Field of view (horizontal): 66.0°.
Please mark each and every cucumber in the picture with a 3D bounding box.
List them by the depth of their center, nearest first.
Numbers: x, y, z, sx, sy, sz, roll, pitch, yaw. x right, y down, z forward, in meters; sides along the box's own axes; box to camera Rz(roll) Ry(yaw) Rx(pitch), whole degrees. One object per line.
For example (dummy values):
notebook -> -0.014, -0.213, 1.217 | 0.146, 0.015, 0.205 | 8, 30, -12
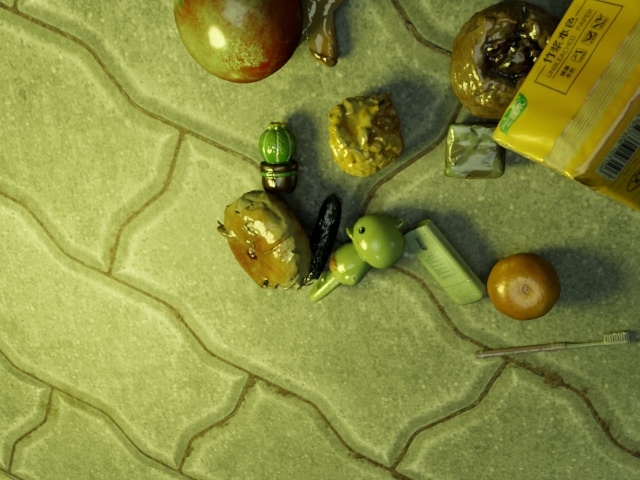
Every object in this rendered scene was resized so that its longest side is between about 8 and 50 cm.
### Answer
cucumber -> 0.003, 0.002, 1.211 | 0.067, 0.067, 0.246 | 24, 112, 3

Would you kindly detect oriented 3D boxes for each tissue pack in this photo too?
tissue pack -> 0.533, -0.276, 0.849 | 0.293, 0.228, 0.382 | 11, 117, -37

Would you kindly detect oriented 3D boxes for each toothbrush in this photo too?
toothbrush -> 0.558, 0.255, 1.201 | 0.353, 0.024, 0.029 | -10, 102, 16

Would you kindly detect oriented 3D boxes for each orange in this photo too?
orange -> 0.459, 0.105, 1.118 | 0.154, 0.134, 0.155 | -1, 86, 17

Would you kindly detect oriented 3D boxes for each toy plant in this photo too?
toy plant -> -0.098, -0.193, 1.146 | 0.092, 0.093, 0.163 | 3, 107, 11

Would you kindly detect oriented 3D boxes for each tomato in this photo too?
tomato -> -0.170, -0.451, 0.969 | 0.270, 0.222, 0.271 | 4, 95, 54

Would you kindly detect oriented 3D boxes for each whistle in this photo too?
whistle -> 0.075, 0.034, 1.161 | 0.293, 0.141, 0.141 | -30, 101, 14

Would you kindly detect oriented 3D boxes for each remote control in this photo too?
remote control -> 0.290, 0.054, 1.160 | 0.233, 0.038, 0.098 | 48, 145, -8

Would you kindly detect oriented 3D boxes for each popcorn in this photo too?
popcorn -> 0.095, -0.229, 1.068 | 0.180, 0.180, 0.170 | 48, 150, -7

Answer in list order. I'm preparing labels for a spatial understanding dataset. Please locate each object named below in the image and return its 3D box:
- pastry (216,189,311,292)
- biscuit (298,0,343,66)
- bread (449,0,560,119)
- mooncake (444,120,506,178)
pastry -> -0.133, 0.003, 1.164 | 0.256, 0.120, 0.236 | 17, 132, 42
biscuit -> -0.008, -0.493, 1.041 | 0.164, 0.047, 0.208 | 22, 113, 3
bread -> 0.367, -0.354, 0.971 | 0.229, 0.123, 0.230 | 5, 111, 13
mooncake -> 0.334, -0.193, 1.061 | 0.129, 0.073, 0.125 | 5, 114, 12
